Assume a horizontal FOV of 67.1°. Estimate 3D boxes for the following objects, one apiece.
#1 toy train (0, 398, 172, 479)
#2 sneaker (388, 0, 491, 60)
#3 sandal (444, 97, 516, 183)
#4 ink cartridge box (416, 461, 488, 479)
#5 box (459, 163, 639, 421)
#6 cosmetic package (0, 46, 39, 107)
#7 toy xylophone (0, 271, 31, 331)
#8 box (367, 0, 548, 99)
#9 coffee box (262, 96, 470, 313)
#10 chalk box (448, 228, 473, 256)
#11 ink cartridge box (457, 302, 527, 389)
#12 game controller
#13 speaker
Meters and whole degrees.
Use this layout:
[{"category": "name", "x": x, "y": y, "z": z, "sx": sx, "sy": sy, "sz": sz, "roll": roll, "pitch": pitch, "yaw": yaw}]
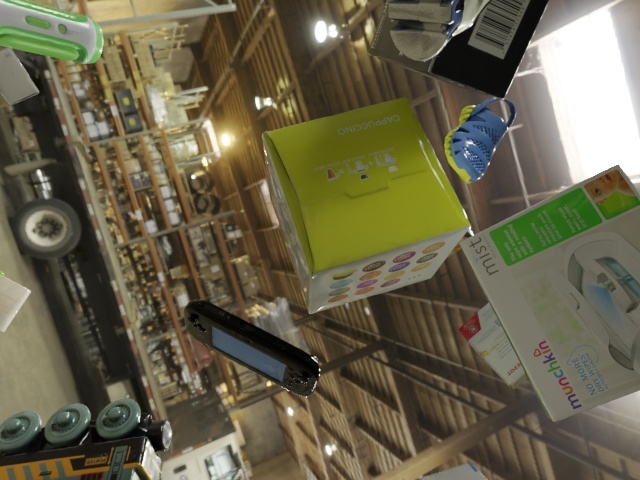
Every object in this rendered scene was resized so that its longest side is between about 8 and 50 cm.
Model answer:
[{"category": "toy train", "x": -0.426, "y": 0.389, "z": 0.819, "sx": 0.190, "sy": 0.333, "sz": 0.142, "roll": -99, "pitch": -178, "yaw": -53}, {"category": "sneaker", "x": 0.191, "y": -0.432, "z": 0.675, "sx": 0.127, "sy": 0.182, "sz": 0.316, "roll": 28, "pitch": -47, "yaw": 32}, {"category": "sandal", "x": 0.416, "y": -0.274, "z": 1.243, "sx": 0.126, "sy": 0.317, "sz": 0.138, "roll": 44, "pitch": -40, "yaw": -22}, {"category": "ink cartridge box", "x": 0.116, "y": 0.235, "z": 0.344, "sx": 0.088, "sy": 0.052, "sz": 0.122, "roll": 62, "pitch": 9, "yaw": -72}, {"category": "box", "x": 0.358, "y": 0.074, "z": 0.663, "sx": 0.127, "sy": 0.231, "sz": 0.262, "roll": 28, "pitch": 38, "yaw": -65}, {"category": "cosmetic package", "x": -0.407, "y": -0.198, "z": 0.603, "sx": 0.115, "sy": 0.041, "sz": 0.060, "roll": 6, "pitch": -50, "yaw": 41}, {"category": "toy xylophone", "x": -0.835, "y": 0.133, "z": 1.110, "sx": 0.081, "sy": 0.236, "sz": 0.323, "roll": 11, "pitch": -34, "yaw": 27}, {"category": "box", "x": 0.315, "y": -0.541, "z": 1.157, "sx": 0.395, "sy": 0.212, "sz": 0.294, "roll": -120, "pitch": -135, "yaw": -61}, {"category": "coffee box", "x": 0.081, "y": -0.067, "z": 1.117, "sx": 0.334, "sy": 0.337, "sz": 0.338, "roll": 95, "pitch": -23, "yaw": -68}, {"category": "chalk box", "x": 0.275, "y": -0.087, "z": 1.392, "sx": 0.179, "sy": 0.180, "sz": 0.289, "roll": -40, "pitch": -124, "yaw": 32}, {"category": "ink cartridge box", "x": 0.437, "y": 0.244, "z": 1.147, "sx": 0.175, "sy": 0.127, "sz": 0.072, "roll": 51, "pitch": 4, "yaw": 37}, {"category": "game controller", "x": -0.149, "y": 0.233, "z": 1.029, "sx": 0.319, "sy": 0.067, "sz": 0.166, "roll": 26, "pitch": -45, "yaw": 9}, {"category": "speaker", "x": -0.701, "y": -0.521, "z": 1.183, "sx": 0.131, "sy": 0.296, "sz": 0.131, "roll": 4, "pitch": -83, "yaw": 36}]
